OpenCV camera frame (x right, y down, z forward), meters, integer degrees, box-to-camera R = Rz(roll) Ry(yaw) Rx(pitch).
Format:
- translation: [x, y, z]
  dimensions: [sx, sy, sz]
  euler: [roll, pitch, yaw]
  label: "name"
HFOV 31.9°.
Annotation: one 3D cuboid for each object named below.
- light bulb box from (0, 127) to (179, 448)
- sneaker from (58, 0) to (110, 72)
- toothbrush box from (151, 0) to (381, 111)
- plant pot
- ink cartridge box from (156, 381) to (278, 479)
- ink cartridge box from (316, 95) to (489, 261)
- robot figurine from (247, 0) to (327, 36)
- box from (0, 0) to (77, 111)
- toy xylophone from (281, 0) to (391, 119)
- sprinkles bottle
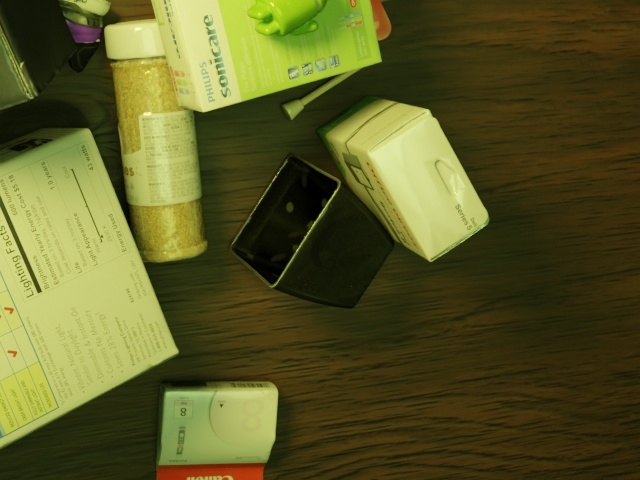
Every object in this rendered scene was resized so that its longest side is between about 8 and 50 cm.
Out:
- translation: [-0.450, 0.069, 1.565]
  dimensions: [0.361, 0.225, 0.357]
  euler: [-27, 108, -26]
  label: "light bulb box"
- translation: [-0.457, -0.310, 1.595]
  dimensions: [0.293, 0.102, 0.146]
  euler: [12, 99, -18]
  label: "sneaker"
- translation: [-0.079, -0.318, 1.584]
  dimensions: [0.283, 0.122, 0.206]
  euler: [-20, 107, -20]
  label: "toothbrush box"
- translation: [0.000, 0.000, 1.755]
  dimensions: [0.167, 0.187, 0.188]
  euler: [31, 92, -32]
  label: "plant pot"
- translation: [-0.172, 0.347, 1.839]
  dimensions: [0.189, 0.066, 0.232]
  euler: [1, 97, -16]
  label: "ink cartridge box"
- translation: [0.120, -0.102, 1.709]
  dimensions: [0.115, 0.273, 0.198]
  euler: [-34, 108, -6]
  label: "ink cartridge box"
- translation: [-0.040, -0.318, 1.497]
  dimensions: [0.115, 0.067, 0.101]
  euler: [-36, 118, -14]
  label: "robot figurine"
- translation: [-0.625, -0.347, 1.362]
  dimensions: [0.480, 0.297, 0.471]
  euler: [-17, 110, 6]
  label: "box"
- translation: [-0.020, -0.333, 1.723]
  dimensions: [0.323, 0.081, 0.236]
  euler: [-38, 109, -5]
  label: "toy xylophone"
- translation: [-0.243, -0.149, 1.677]
  dimensions: [0.121, 0.121, 0.355]
  euler: [-8, 104, -14]
  label: "sprinkles bottle"
